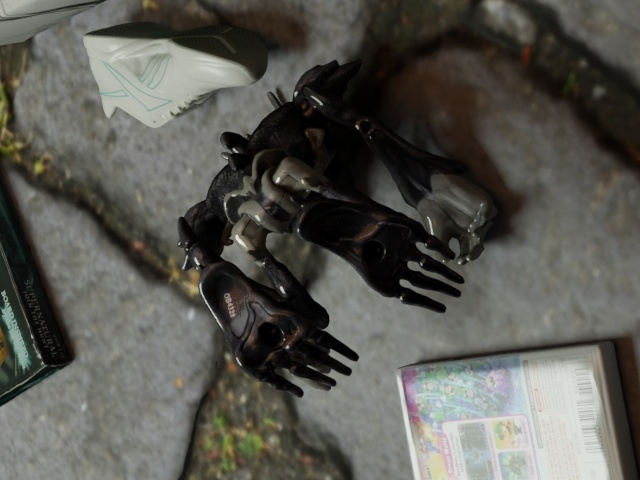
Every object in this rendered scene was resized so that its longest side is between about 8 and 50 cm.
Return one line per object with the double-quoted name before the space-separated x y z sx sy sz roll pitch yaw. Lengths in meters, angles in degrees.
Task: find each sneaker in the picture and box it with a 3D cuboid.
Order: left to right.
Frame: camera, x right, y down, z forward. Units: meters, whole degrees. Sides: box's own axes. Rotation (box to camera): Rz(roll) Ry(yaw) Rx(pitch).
"sneaker" -0.086 -0.102 1.156 0.152 0.054 0.061 9 111 45

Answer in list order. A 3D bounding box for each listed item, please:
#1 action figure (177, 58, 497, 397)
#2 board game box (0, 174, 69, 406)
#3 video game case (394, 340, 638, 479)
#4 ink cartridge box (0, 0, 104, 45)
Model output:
"action figure" 0.000 0.000 1.022 0.164 0.275 0.141 -44 105 10
"board game box" -0.253 0.026 1.326 0.126 0.026 0.186 -30 77 38
"video game case" 0.114 0.140 1.039 0.143 0.019 0.157 -10 90 41
"ink cartridge box" -0.181 -0.223 1.171 0.219 0.093 0.160 -18 90 43
